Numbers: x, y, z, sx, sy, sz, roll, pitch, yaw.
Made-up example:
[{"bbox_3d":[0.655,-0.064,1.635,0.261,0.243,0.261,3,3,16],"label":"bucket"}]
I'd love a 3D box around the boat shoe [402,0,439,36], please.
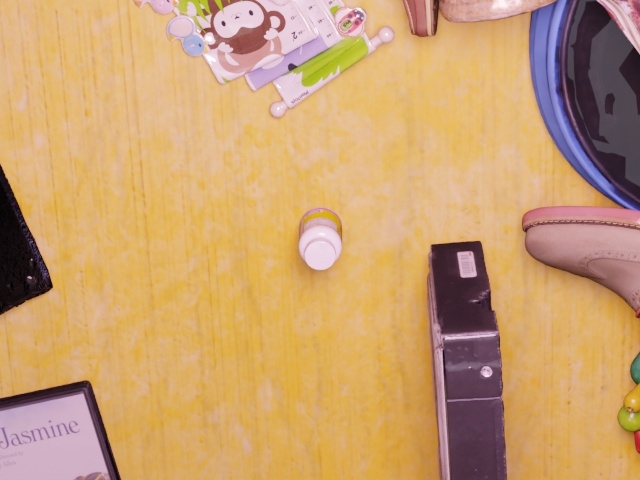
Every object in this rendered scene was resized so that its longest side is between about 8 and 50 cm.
[{"bbox_3d":[0.074,-0.276,1.678,0.060,0.064,0.178,-10,104,11],"label":"boat shoe"}]

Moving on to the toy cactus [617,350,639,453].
[{"bbox_3d":[0.371,0.107,1.810,0.219,0.112,0.180,-37,97,22],"label":"toy cactus"}]

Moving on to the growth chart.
[{"bbox_3d":[-0.069,-0.227,1.711,0.172,0.021,0.237,-39,108,22],"label":"growth chart"}]

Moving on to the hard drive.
[{"bbox_3d":[0.147,0.198,1.766,0.064,0.237,0.339,-5,112,3],"label":"hard drive"}]

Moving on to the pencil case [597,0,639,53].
[{"bbox_3d":[0.363,-0.170,1.577,0.183,0.160,0.410,-44,107,-10],"label":"pencil case"}]

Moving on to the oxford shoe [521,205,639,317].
[{"bbox_3d":[0.350,0.060,1.716,0.348,0.123,0.130,18,80,12],"label":"oxford shoe"}]

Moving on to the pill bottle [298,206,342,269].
[{"bbox_3d":[0.000,0.000,1.771,0.043,0.083,0.043,0,112,1],"label":"pill bottle"}]

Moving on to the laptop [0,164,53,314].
[{"bbox_3d":[-0.447,-0.008,1.811,0.264,0.136,0.234,-27,111,-16],"label":"laptop"}]

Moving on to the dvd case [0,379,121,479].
[{"bbox_3d":[-0.299,0.280,1.916,0.180,0.022,0.253,-12,110,6],"label":"dvd case"}]

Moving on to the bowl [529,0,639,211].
[{"bbox_3d":[0.395,-0.184,1.701,0.391,0.077,0.391,0,111,1],"label":"bowl"}]

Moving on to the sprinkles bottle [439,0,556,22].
[{"bbox_3d":[0.130,-0.378,1.591,0.121,0.121,0.355,-12,107,5],"label":"sprinkles bottle"}]
